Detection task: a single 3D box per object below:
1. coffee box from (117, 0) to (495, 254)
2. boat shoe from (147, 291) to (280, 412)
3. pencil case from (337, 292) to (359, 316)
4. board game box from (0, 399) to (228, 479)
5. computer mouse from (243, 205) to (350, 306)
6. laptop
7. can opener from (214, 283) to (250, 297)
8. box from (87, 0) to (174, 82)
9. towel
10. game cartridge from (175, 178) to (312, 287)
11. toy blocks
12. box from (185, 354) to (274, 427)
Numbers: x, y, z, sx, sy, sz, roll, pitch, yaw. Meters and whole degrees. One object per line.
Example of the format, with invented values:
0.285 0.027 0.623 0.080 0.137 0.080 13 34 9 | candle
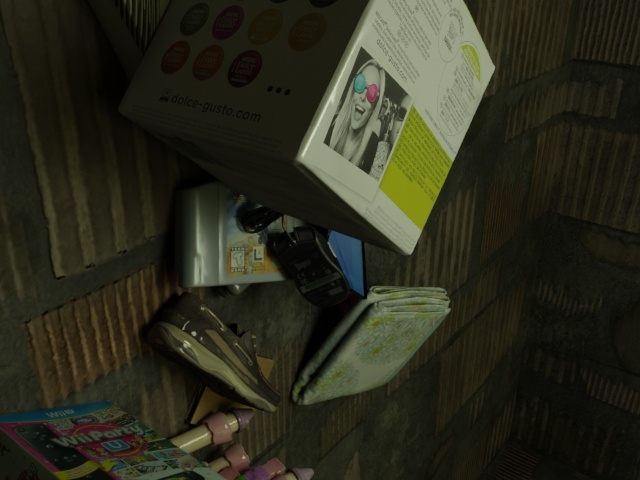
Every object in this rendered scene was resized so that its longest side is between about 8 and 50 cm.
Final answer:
-0.003 -0.222 0.933 0.338 0.337 0.334 34 79 -54 | coffee box
-0.172 0.221 1.253 0.355 0.132 0.130 51 57 -44 | boat shoe
0.126 0.191 1.718 0.209 0.098 0.095 30 81 -57 | pencil case
-0.322 0.354 0.967 0.224 0.303 0.098 9 99 -57 | board game box
0.000 0.000 1.202 0.262 0.184 0.060 51 21 -28 | computer mouse
0.059 -0.046 1.368 0.264 0.136 0.234 107 -13 -50 | laptop
-0.115 -0.005 1.320 0.283 0.076 0.095 -44 106 -34 | can opener
-0.259 -0.353 0.897 0.113 0.094 0.275 -51 142 -26 | box
0.129 0.260 1.641 0.320 0.090 0.374 5 129 -46 | towel
-0.131 -0.019 1.211 0.297 0.062 0.198 -2 97 -43 | game cartridge
-0.127 0.520 1.315 0.260 0.288 0.309 -17 122 -36 | toy blocks
-0.189 0.318 1.397 0.201 0.021 0.164 31 80 -56 | box
